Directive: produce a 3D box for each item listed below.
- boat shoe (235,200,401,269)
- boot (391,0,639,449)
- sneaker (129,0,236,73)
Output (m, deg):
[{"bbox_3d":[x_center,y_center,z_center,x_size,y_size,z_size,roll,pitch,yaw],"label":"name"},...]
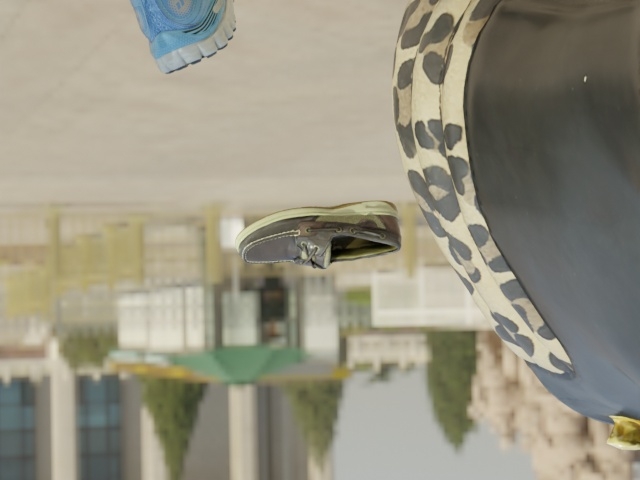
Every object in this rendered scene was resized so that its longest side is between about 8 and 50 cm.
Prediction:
[{"bbox_3d":[0.000,0.000,1.519,0.152,0.049,0.056,-12,146,-5],"label":"boat shoe"},{"bbox_3d":[0.182,0.055,0.443,0.377,0.138,0.284,42,175,-20],"label":"boot"},{"bbox_3d":[-0.079,-0.172,0.996,0.063,0.073,0.162,-20,-145,19],"label":"sneaker"}]
